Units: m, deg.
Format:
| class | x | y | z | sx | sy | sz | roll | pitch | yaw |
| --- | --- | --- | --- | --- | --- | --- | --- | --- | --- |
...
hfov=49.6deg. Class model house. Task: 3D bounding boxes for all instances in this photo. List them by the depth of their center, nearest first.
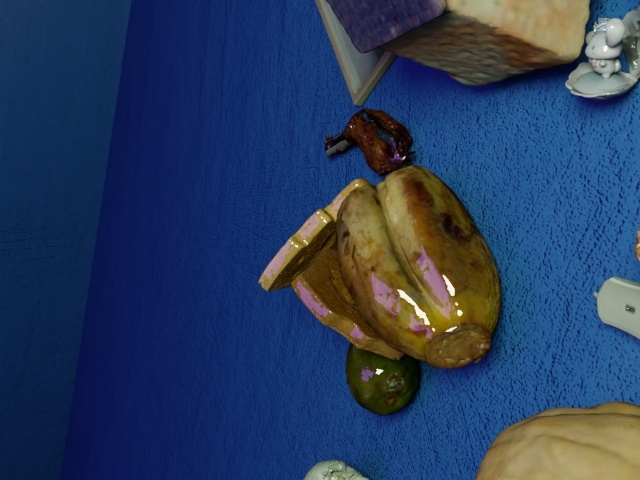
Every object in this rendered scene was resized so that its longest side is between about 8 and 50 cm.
| class | x | y | z | sx | sy | sz | roll | pitch | yaw |
| --- | --- | --- | --- | --- | --- | --- | --- | --- | --- |
| model house | 0.140 | -0.358 | 0.749 | 0.245 | 0.280 | 0.313 | -163 | 85 | -70 |

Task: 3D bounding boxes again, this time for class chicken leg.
| class | x | y | z | sx | sy | sz | roll | pitch | yaw |
| --- | --- | --- | --- | --- | --- | --- | --- | --- | --- |
| chicken leg | 0.075 | -0.160 | 1.121 | 0.253 | 0.051 | 0.106 | 30 | 118 | 59 |

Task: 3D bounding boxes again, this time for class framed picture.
| class | x | y | z | sx | sy | sz | roll | pitch | yaw |
| --- | --- | --- | --- | --- | --- | --- | --- | --- | --- |
| framed picture | 0.073 | -0.404 | 1.172 | 0.213 | 0.016 | 0.289 | -50 | 47 | 45 |

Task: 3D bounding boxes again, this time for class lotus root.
| class | x | y | z | sx | sy | sz | roll | pitch | yaw |
| --- | --- | --- | --- | --- | --- | --- | --- | --- | --- |
| lotus root | 0.120 | 0.034 | 0.902 | 0.193 | 0.193 | 0.291 | -58 | 42 | 39 |

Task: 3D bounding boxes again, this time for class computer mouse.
| class | x | y | z | sx | sy | sz | roll | pitch | yaw |
| --- | --- | --- | --- | --- | --- | --- | --- | --- | --- |
| computer mouse | 0.323 | 0.070 | 0.704 | 0.110 | 0.032 | 0.056 | -150 | 68 | -67 |

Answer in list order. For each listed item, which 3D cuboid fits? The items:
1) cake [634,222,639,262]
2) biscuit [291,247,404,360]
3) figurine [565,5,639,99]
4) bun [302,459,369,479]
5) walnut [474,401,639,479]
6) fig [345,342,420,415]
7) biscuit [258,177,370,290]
| class | x | y | z | sx | sy | sz | roll | pitch | yaw |
| --- | --- | --- | --- | --- | --- | --- | --- | --- | --- |
| cake | 0.378 | 0.043 | 0.551 | 0.295 | 0.112 | 0.116 | 51 | 132 | 34 |
| biscuit | 0.066 | 0.099 | 0.978 | 0.215 | 0.182 | 0.034 | 35 | 116 | 4 |
| figurine | 0.301 | -0.197 | 0.715 | 0.094 | 0.082 | 0.086 | -95 | 1 | -53 |
| bun | 0.048 | 0.435 | 1.039 | 0.204 | 0.126 | 0.213 | -51 | 39 | 45 |
| walnut | 0.254 | 0.274 | 0.578 | 0.285 | 0.285 | 0.297 | 48 | 158 | 50 |
| fig | 0.089 | 0.167 | 1.030 | 0.178 | 0.117 | 0.117 | -92 | 25 | -47 |
| biscuit | 0.000 | 0.000 | 1.066 | 0.041 | 0.238 | 0.212 | 49 | 157 | 19 |
